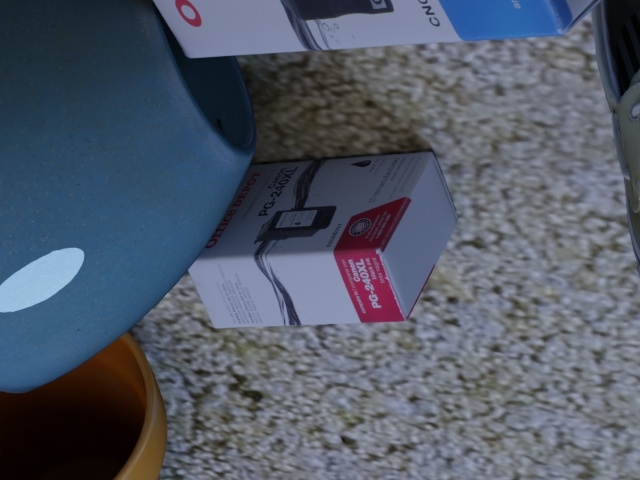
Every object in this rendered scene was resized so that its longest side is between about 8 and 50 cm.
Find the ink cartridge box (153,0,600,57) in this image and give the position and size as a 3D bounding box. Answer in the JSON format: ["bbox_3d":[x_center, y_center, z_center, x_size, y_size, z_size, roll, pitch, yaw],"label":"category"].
[{"bbox_3d":[0.005,-0.223,1.000,0.307,0.129,0.223,3,131,49],"label":"ink cartridge box"}]

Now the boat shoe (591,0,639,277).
[{"bbox_3d":[0.191,-0.054,0.998,0.109,0.302,0.094,-30,126,14],"label":"boat shoe"}]

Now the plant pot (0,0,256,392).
[{"bbox_3d":[-0.155,-0.074,1.198,0.195,0.290,0.290,-23,117,15],"label":"plant pot"}]

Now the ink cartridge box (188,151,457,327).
[{"bbox_3d":[0.000,0.000,1.272,0.150,0.109,0.063,-3,127,29],"label":"ink cartridge box"}]

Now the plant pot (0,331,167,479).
[{"bbox_3d":[-0.208,0.183,1.494,0.205,0.205,0.188,11,148,18],"label":"plant pot"}]
